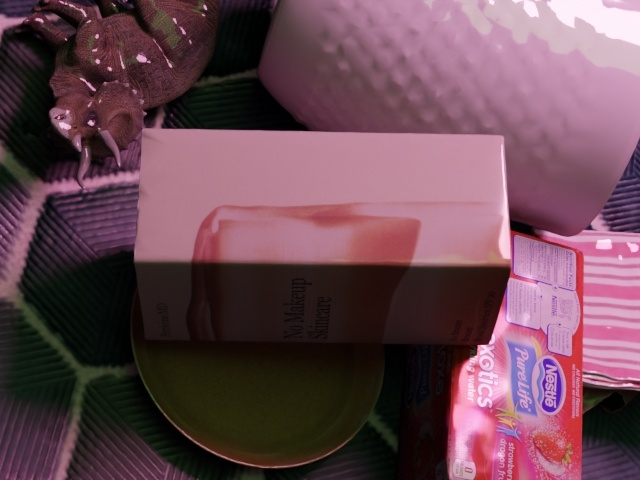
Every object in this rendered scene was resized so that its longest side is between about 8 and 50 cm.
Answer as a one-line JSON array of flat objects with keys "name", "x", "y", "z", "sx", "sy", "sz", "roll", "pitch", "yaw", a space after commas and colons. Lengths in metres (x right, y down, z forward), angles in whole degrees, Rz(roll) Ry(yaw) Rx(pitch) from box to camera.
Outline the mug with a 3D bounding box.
[{"name": "mug", "x": 0.122, "y": -0.204, "z": 1.475, "sx": 0.328, "sy": 0.276, "sz": 0.374, "roll": 17, "pitch": 29, "yaw": -6}]

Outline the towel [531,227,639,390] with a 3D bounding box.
[{"name": "towel", "x": 0.283, "y": 0.061, "z": 1.482, "sx": 0.144, "sy": 0.029, "sz": 0.197, "roll": 4, "pitch": 48, "yaw": -6}]

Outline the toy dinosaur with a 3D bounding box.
[{"name": "toy dinosaur", "x": -0.173, "y": -0.178, "z": 1.418, "sx": 0.160, "sy": 0.121, "sz": 0.313, "roll": 52, "pitch": 52, "yaw": -7}]

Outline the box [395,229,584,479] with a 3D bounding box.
[{"name": "box", "x": 0.152, "y": 0.127, "z": 1.380, "sx": 0.128, "sy": 0.122, "sz": 0.257, "roll": 14, "pitch": 60, "yaw": -15}]

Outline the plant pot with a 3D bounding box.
[{"name": "plant pot", "x": -0.057, "y": 0.091, "z": 1.363, "sx": 0.236, "sy": 0.032, "sz": 0.236, "roll": 10, "pitch": 63, "yaw": -19}]

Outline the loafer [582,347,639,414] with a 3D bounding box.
[{"name": "loafer", "x": 0.285, "y": 0.137, "z": 1.478, "sx": 0.148, "sy": 0.056, "sz": 0.050, "roll": -13, "pitch": 73, "yaw": -20}]

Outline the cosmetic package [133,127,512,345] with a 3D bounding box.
[{"name": "cosmetic package", "x": 0.000, "y": 0.000, "z": 1.273, "sx": 0.296, "sy": 0.153, "sz": 0.129, "roll": 1, "pitch": 61, "yaw": 0}]
